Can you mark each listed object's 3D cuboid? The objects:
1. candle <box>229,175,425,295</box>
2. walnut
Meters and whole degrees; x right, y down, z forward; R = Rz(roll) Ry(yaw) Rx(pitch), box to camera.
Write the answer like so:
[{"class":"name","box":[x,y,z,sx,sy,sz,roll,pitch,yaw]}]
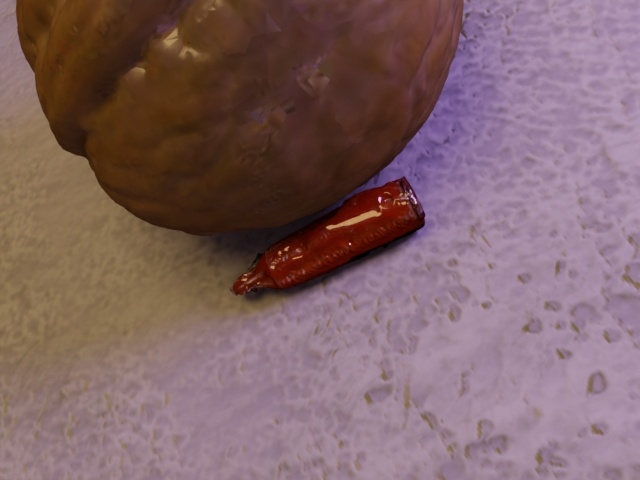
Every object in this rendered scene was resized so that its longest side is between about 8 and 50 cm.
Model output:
[{"class":"candle","box":[0.000,0.000,0.690,0.162,0.053,0.048,-26,48,14]},{"class":"walnut","box":[-0.061,-0.160,0.673,0.332,0.333,0.333,-13,57,20]}]
